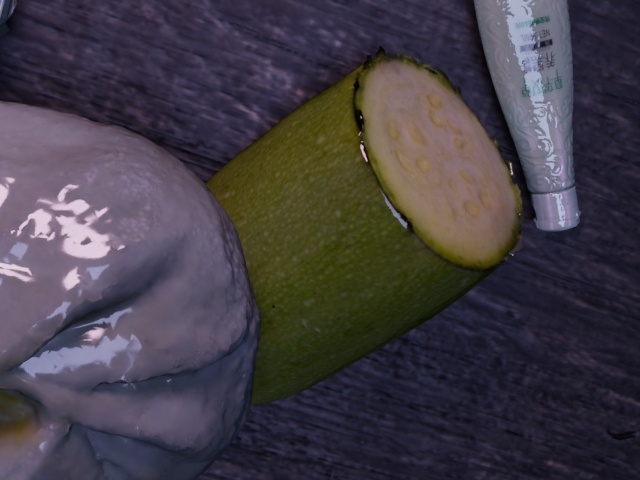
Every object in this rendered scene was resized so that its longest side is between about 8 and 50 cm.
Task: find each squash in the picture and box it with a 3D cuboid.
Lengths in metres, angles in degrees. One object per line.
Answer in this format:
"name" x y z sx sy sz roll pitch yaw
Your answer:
"squash" 0.000 0.000 0.779 0.189 0.189 0.260 44 129 -14

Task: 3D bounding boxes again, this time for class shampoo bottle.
"shampoo bottle" 0.163 -0.101 0.769 0.069 0.041 0.190 -14 104 -10

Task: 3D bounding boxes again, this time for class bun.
"bun" -0.209 0.083 0.648 0.355 0.194 0.354 -1 121 -1

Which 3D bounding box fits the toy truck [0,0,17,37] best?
"toy truck" -0.326 -0.109 0.659 0.257 0.140 0.108 -31 88 8
